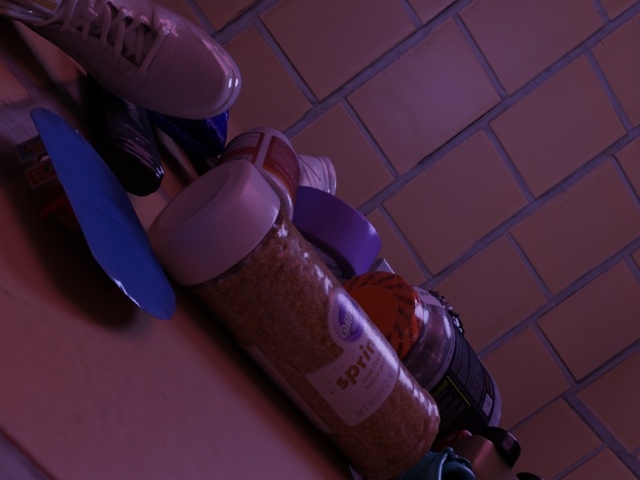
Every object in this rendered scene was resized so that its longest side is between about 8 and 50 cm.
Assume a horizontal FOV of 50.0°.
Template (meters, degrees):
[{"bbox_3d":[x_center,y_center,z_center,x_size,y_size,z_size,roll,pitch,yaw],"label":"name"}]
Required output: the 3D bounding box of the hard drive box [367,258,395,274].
[{"bbox_3d":[0.134,0.155,1.627,0.232,0.089,0.181,53,-26,-22],"label":"hard drive box"}]

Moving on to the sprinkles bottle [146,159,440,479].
[{"bbox_3d":[-0.015,0.090,0.683,0.355,0.121,0.121,52,4,-26],"label":"sprinkles bottle"}]

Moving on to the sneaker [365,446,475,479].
[{"bbox_3d":[0.120,0.276,0.755,0.107,0.110,0.275,53,3,-7],"label":"sneaker"}]

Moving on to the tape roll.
[{"bbox_3d":[0.000,0.000,1.139,0.188,0.080,0.189,26,-23,12],"label":"tape roll"}]

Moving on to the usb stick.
[{"bbox_3d":[-0.219,-0.136,0.754,0.077,0.045,0.278,49,7,-37],"label":"usb stick"}]

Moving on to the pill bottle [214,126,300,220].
[{"bbox_3d":[-0.091,-0.084,0.970,0.121,0.121,0.216,52,18,-20],"label":"pill bottle"}]

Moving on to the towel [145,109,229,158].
[{"bbox_3d":[-0.224,-0.244,1.034,0.227,0.076,0.308,38,14,-19],"label":"towel"}]

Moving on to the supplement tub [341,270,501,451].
[{"bbox_3d":[0.134,0.195,1.030,0.316,0.193,0.194,52,4,-41],"label":"supplement tub"}]

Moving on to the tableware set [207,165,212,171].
[{"bbox_3d":[-0.141,-0.046,1.120,0.169,0.020,0.141,52,4,-31],"label":"tableware set"}]

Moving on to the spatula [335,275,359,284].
[{"bbox_3d":[0.052,0.101,1.148,0.241,0.019,0.168,5,-29,33],"label":"spatula"}]

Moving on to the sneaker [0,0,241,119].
[{"bbox_3d":[-0.218,-0.203,0.640,0.292,0.108,0.169,29,9,-4],"label":"sneaker"}]

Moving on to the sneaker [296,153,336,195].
[{"bbox_3d":[-0.038,-0.038,1.440,0.152,0.114,0.305,6,69,-39],"label":"sneaker"}]

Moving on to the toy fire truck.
[{"bbox_3d":[0.208,0.372,0.969,0.217,0.158,0.246,53,-39,-6],"label":"toy fire truck"}]

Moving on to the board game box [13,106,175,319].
[{"bbox_3d":[-0.160,-0.010,0.481,0.169,0.033,0.133,60,1,19],"label":"board game box"}]

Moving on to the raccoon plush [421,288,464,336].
[{"bbox_3d":[0.186,0.231,1.419,0.299,0.216,0.446,61,-2,-37],"label":"raccoon plush"}]

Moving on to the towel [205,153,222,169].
[{"bbox_3d":[-0.175,-0.140,1.252,0.329,0.037,0.237,54,-2,34],"label":"towel"}]
